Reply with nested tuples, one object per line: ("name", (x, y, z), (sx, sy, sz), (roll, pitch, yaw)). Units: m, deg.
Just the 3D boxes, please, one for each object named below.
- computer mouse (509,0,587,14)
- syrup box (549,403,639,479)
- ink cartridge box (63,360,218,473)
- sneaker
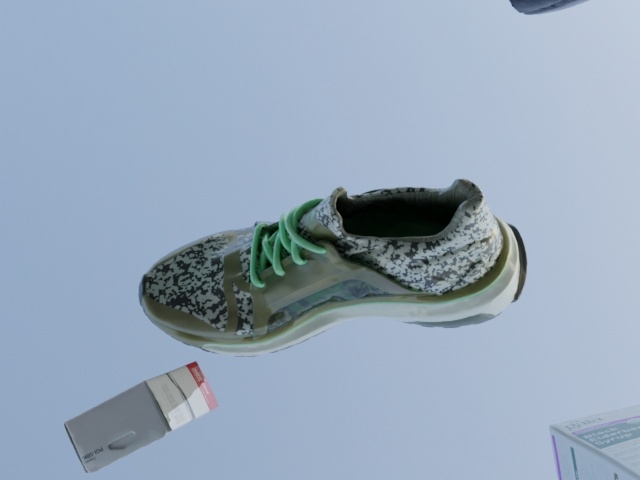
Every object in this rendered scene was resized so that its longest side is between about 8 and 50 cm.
("computer mouse", (0.100, -0.168, 0.449), (0.184, 0.262, 0.060), (-35, -122, -30))
("syrup box", (0.269, 0.203, 0.968), (0.093, 0.237, 0.096), (-11, -85, -8))
("ink cartridge box", (-0.172, 0.170, 1.180), (0.099, 0.135, 0.056), (-28, -95, 13))
("sneaker", (0.000, 0.000, 1.245), (0.410, 0.182, 0.158), (-10, -126, 8))
